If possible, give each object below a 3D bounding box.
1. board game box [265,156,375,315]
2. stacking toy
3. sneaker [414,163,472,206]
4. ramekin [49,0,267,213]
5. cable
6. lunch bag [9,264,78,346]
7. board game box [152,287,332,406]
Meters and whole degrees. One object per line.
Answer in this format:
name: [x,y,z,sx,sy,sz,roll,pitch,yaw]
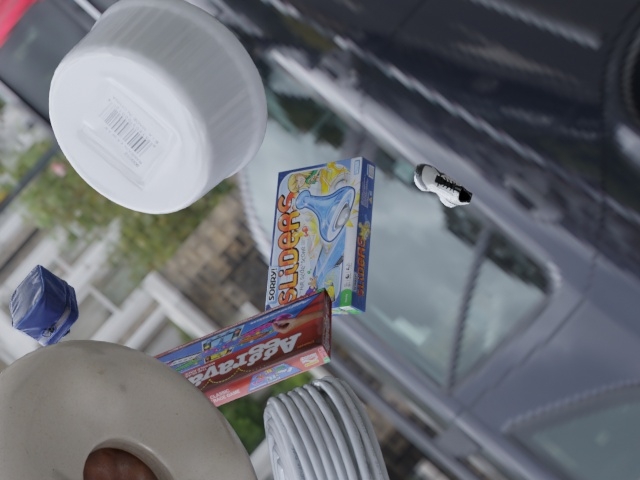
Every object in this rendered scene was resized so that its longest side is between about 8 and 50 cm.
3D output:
board game box: [0.000,0.000,1.995,0.136,0.201,0.035,-9,157,34]
stacking toy: [-0.318,0.354,1.670,0.350,0.480,0.351,28,-138,-29]
sneaker: [0.179,-0.082,2.249,0.109,0.040,0.043,28,163,-39]
ramekin: [-0.220,-0.169,2.029,0.277,0.135,0.277,16,129,20]
cable: [0.015,0.257,1.445,0.257,0.089,0.257,168,87,-81]
lunch bag: [-0.331,0.085,1.887,0.065,0.067,0.098,35,-163,-28]
board game box: [-0.118,0.149,1.847,0.145,0.281,0.027,-89,-26,-63]
